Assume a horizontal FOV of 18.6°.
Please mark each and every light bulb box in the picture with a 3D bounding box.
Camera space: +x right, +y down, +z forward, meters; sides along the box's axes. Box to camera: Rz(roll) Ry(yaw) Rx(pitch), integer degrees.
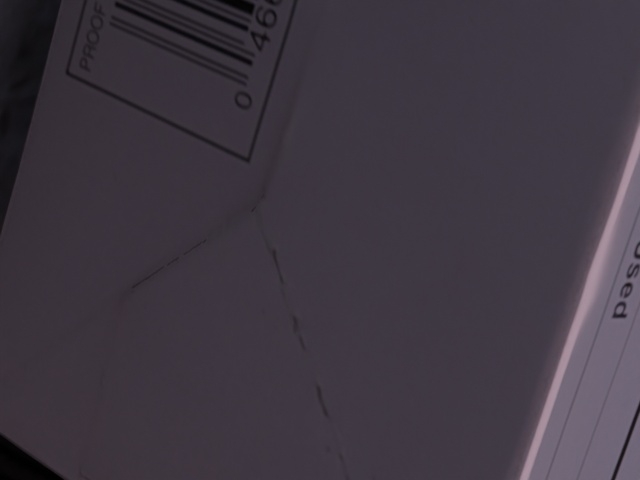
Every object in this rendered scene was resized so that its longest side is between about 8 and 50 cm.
[{"bbox_3d":[0.121,-0.065,0.666,0.361,0.225,0.358,2,110,-49],"label":"light bulb box"}]

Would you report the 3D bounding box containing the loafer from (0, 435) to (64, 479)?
[{"bbox_3d":[-0.075,0.129,0.777,0.366,0.134,0.130,-14,131,-56],"label":"loafer"}]
